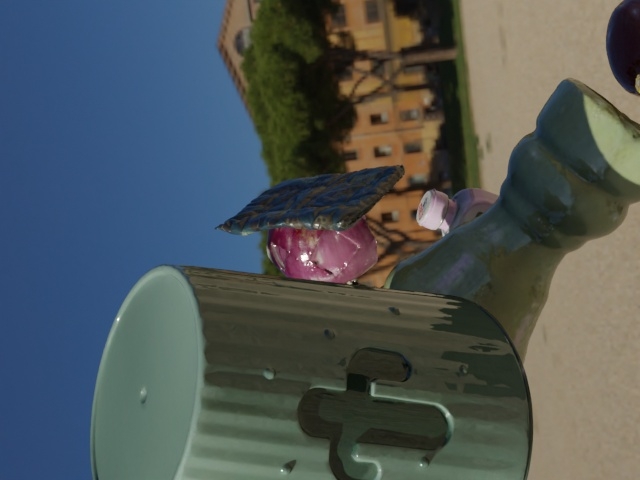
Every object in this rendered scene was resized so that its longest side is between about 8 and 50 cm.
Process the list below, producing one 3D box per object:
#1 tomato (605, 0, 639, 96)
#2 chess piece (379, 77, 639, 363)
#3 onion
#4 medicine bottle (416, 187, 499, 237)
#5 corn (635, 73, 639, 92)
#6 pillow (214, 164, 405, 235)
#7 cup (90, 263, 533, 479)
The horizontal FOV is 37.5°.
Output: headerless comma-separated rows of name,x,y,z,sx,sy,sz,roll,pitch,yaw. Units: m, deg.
tomato,0.491,-0.278,1.342,0.167,0.167,0.167,-6,-90,-82
chess piece,0.268,0.008,1.275,0.442,0.234,0.234,-52,7,19
onion,-0.003,-0.010,1.603,0.201,0.200,0.207,70,-173,-59
medicine bottle,0.271,-0.022,1.572,0.078,0.219,0.115,-88,20,-55
corn,0.433,-0.197,1.161,0.037,0.092,0.037,174,90,-85
pillow,-0.013,-0.059,1.413,0.189,0.255,0.034,-38,-62,-46
cup,-0.002,0.221,0.966,0.310,0.392,0.401,-48,42,39
